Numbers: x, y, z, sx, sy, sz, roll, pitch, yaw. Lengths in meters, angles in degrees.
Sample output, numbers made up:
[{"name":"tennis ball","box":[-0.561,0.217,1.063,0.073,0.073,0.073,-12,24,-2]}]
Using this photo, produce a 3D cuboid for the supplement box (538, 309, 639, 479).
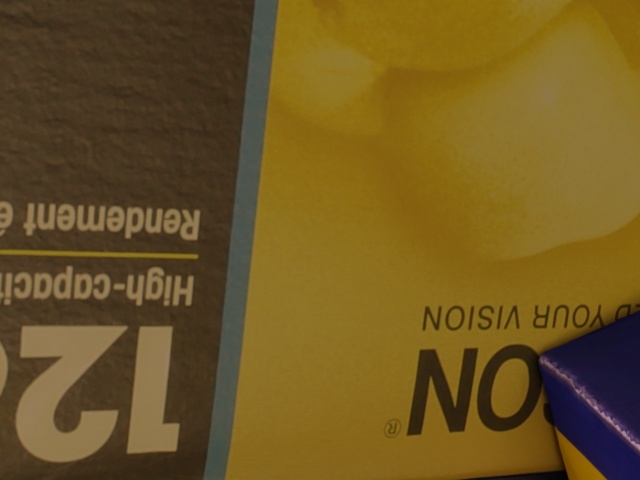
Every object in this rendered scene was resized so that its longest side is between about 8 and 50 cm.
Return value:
[{"name":"supplement box","box":[0.228,0.179,0.399,0.194,0.195,0.356,-23,115,-8]}]

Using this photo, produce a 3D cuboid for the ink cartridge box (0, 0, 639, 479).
[{"name":"ink cartridge box","box":[0.000,0.000,0.391,0.304,0.072,0.307,0,99,-31]}]
